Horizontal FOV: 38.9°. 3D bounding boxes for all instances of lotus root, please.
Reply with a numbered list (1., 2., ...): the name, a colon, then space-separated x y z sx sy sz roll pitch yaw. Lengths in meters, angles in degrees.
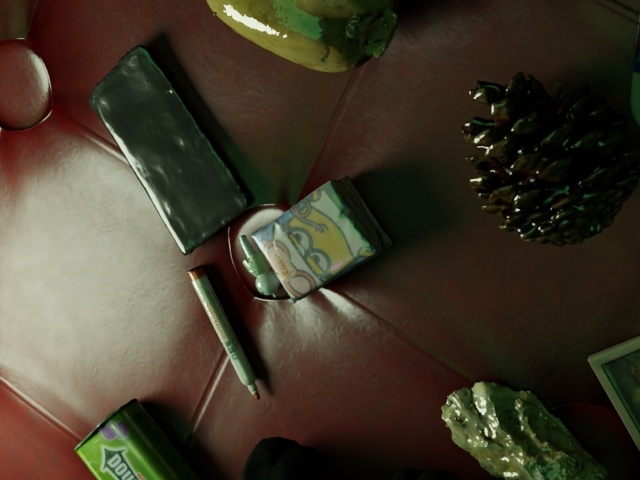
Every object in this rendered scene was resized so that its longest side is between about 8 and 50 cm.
1. lotus root: -0.038 -0.311 1.112 0.284 0.146 0.160 32 97 17

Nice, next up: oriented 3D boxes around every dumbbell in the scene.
1. dumbbell: 0.038 0.380 1.240 0.388 0.185 0.185 6 106 23

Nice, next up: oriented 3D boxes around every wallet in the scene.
1. wallet: -0.222 -0.131 1.311 0.146 0.030 0.285 -35 86 31

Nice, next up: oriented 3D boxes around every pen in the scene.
1. pen: -0.140 0.139 1.345 0.026 0.026 0.218 -24 93 28

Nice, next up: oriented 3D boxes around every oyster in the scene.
1. oyster: 0.249 0.267 1.174 0.209 0.072 0.133 42 114 12

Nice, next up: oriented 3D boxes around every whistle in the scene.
1. whistle: -0.088 0.037 1.290 0.035 0.035 0.100 -30 88 28

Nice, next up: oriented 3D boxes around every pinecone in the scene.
1. pinecone: 0.256 -0.098 1.018 0.179 0.184 0.204 -42 59 37

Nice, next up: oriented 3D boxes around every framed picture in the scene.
1. framed picture: 0.463 0.216 1.090 0.184 0.016 0.250 -28 91 29

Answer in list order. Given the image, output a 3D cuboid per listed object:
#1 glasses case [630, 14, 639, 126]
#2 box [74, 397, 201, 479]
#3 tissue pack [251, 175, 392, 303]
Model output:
1. glasses case: 0.405 -0.265 0.955 0.125 0.076 0.327 10 107 24
2. box: -0.238 0.419 1.425 0.134 0.097 0.345 -42 84 28
3. tissue pack: 0.000 0.000 1.221 0.155 0.065 0.115 -33 88 28
